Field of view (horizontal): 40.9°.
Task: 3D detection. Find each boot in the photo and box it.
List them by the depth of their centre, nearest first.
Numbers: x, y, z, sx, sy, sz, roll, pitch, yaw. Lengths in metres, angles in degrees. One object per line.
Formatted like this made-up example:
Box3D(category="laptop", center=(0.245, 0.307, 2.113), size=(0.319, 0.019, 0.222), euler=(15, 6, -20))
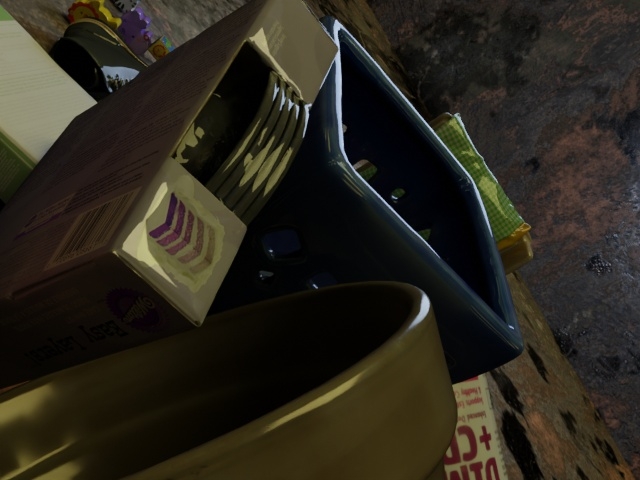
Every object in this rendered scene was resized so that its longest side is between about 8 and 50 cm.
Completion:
Box3D(category="boot", center=(-0.201, -0.150, 0.915), size=(0.198, 0.077, 0.137), euler=(35, 14, -15))

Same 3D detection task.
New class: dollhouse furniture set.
Box3D(category="dollhouse furniture set", center=(0.078, 0.027, 0.968), size=(0.197, 0.301, 0.151), euler=(53, 18, -16))

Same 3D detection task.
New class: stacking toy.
Box3D(category="stacking toy", center=(-0.208, -0.230, 1.089), size=(0.221, 0.052, 0.167), euler=(51, 22, -19))

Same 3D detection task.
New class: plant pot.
Box3D(category="plant pot", center=(-0.058, 0.205, 0.459), size=(0.323, 0.323, 0.280), euler=(-34, 107, -70))
Box3D(category="plant pot", center=(0.000, 0.000, 0.700), size=(0.236, 0.212, 0.236), euler=(43, 27, -29))

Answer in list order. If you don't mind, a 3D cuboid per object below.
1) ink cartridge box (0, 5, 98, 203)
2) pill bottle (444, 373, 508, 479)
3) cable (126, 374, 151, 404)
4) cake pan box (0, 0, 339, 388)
Box3D(category="ink cartridge box", center=(-0.283, -0.131, 0.757), size=(0.235, 0.056, 0.171), euler=(43, 20, -2))
Box3D(category="pill bottle", center=(0.101, 0.241, 0.829), size=(0.160, 0.160, 0.283), euler=(11, 66, -63))
Box3D(category="cable", center=(-0.121, 0.090, 0.731), size=(0.257, 0.089, 0.257), euler=(46, 22, -25))
Box3D(category="cake pan box", center=(-0.126, -0.031, 0.552), size=(0.070, 0.267, 0.246), euler=(45, 45, -27))
